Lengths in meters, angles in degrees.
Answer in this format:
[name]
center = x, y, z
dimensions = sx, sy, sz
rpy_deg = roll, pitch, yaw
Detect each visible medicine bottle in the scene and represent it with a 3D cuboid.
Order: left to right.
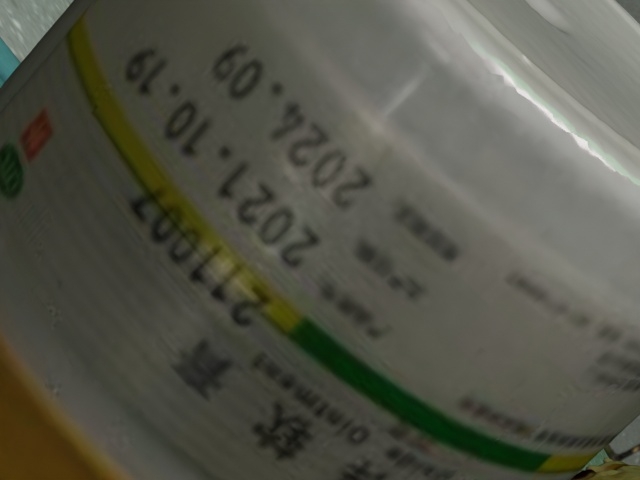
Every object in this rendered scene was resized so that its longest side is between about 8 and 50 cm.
[medicine bottle]
center = 0.000, 0.000, 0.603
dimensions = 0.238, 0.232, 0.238
rpy_deg = 36, 22, -17

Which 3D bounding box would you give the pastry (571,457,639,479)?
[pastry]
center = 0.229, 0.256, 1.167
dimensions = 0.236, 0.170, 0.256
rpy_deg = 54, -4, -8

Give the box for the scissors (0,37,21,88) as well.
[scissors]
center = -0.123, -0.032, 0.834
dimensions = 0.447, 0.029, 0.192
rpy_deg = 51, 13, -36
